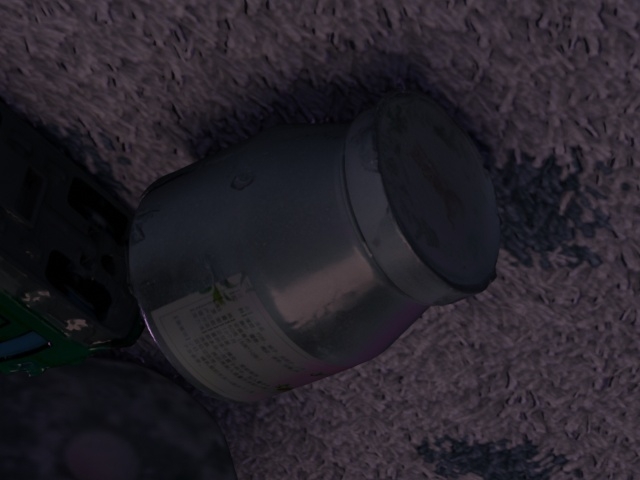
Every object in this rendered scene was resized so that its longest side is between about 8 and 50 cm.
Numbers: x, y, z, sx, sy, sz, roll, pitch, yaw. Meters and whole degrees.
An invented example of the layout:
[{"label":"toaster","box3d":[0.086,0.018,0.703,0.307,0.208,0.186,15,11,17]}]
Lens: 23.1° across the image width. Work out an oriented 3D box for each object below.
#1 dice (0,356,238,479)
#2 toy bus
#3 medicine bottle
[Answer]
[{"label":"dice","box3d":[-0.297,0.359,1.824,0.330,0.328,0.348,5,130,-23]},{"label":"toy bus","box3d":[-0.348,-0.009,1.585,0.199,0.184,0.343,-25,127,32]},{"label":"medicine bottle","box3d":[0.000,0.000,1.472,0.290,0.245,0.245,-25,128,35]}]
